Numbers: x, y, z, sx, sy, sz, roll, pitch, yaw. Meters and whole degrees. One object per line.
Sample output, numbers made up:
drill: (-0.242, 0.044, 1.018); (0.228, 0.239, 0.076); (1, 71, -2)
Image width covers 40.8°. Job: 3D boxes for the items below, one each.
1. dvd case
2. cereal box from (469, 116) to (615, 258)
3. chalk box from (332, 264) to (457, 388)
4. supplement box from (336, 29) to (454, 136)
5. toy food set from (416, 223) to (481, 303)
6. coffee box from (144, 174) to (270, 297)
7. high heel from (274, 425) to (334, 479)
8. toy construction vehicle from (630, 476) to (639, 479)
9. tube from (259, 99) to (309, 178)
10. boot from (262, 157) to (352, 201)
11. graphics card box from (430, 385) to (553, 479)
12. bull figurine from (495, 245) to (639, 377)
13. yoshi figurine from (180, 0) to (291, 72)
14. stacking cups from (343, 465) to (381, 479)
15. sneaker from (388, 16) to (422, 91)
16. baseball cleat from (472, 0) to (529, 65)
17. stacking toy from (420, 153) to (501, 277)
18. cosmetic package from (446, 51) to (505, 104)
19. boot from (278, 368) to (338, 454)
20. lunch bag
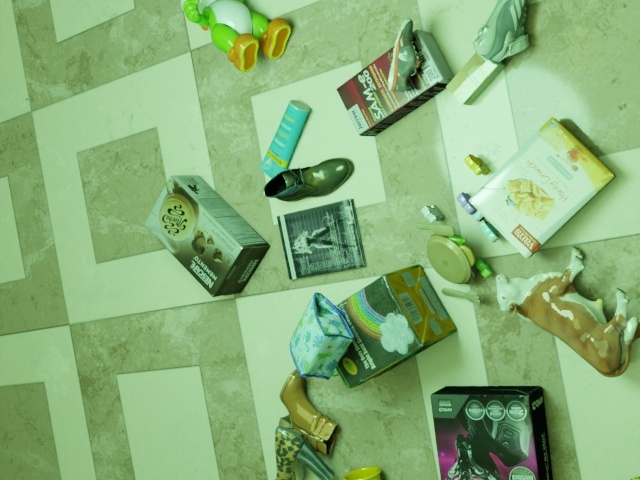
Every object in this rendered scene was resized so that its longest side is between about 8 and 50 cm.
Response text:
dvd case: (0.000, 0.000, 2.089); (0.221, 0.018, 0.164); (-12, 89, 33)
cereal box: (0.444, -0.105, 1.739); (0.173, 0.047, 0.240); (47, 108, 13)
chalk box: (0.120, 0.206, 1.937); (0.289, 0.179, 0.180); (-35, 77, 32)
supplement box: (0.165, -0.345, 1.912); (0.239, 0.073, 0.130); (-33, 77, 32)
toy food set: (0.285, 0.039, 1.858); (0.132, 0.039, 0.192); (10, 129, 53)
coffee box: (-0.295, -0.014, 2.222); (0.297, 0.119, 0.168); (44, 115, 22)
high heel: (-0.114, 0.560, 2.137); (0.261, 0.093, 0.186); (-34, 104, 29)
toy construction vehicle: (0.625, 0.527, 1.724); (0.086, 0.035, 0.098); (-27, 83, 21)
tube: (-0.088, -0.242, 2.109); (0.080, 0.052, 0.207); (44, 123, 33)
boot: (-0.034, -0.139, 2.043); (0.219, 0.106, 0.082); (-22, 83, 33)
graphics card box: (0.376, 0.499, 1.847); (0.233, 0.094, 0.370); (-5, 91, 34)
bull figurine: (0.502, 0.132, 1.720); (0.310, 0.101, 0.188); (40, 113, 24)
yoshi figurine: (-0.241, -0.589, 2.099); (0.362, 0.204, 0.203); (45, 101, 24)
stacking cups: (0.140, 0.700, 2.038); (0.096, 0.096, 0.316); (-15, 92, 34)
sneaker: (0.186, -0.391, 1.827); (0.065, 0.061, 0.157); (11, 102, 4)
baseball cleat: (0.397, -0.455, 1.758); (0.109, 0.072, 0.205); (31, 97, -12)
stacking toy: (0.339, -0.050, 1.839); (0.221, 0.052, 0.167); (51, 119, 18)
cosmetic package: (0.328, -0.347, 1.822); (0.060, 0.041, 0.115); (50, 118, 19)
boot: (-0.023, 0.422, 2.119); (0.152, 0.073, 0.197); (21, 118, 31)
lunch bag: (-0.007, 0.205, 1.858); (0.128, 0.096, 0.151); (-62, 35, 23)
